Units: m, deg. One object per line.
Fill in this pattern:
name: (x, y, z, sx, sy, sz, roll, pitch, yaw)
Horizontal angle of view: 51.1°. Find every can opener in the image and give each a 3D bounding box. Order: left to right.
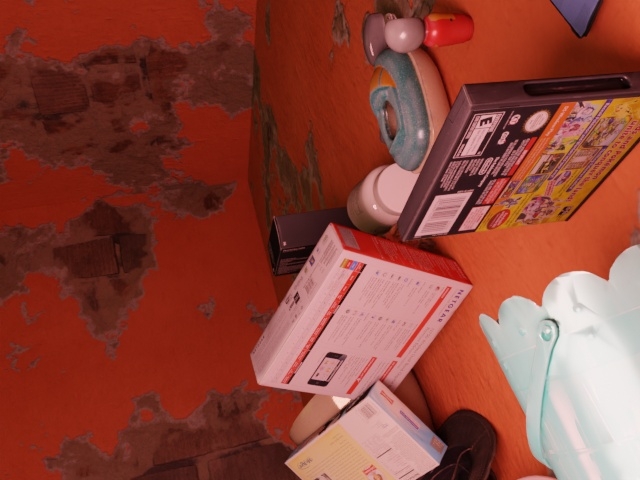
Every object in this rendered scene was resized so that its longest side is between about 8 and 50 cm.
can opener: (0.131, -0.335, 1.417, 0.076, 0.095, 0.284, -124, 29, -62)

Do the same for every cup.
cup: (0.128, 0.429, 1.543, 0.237, 0.331, 0.331, 44, 150, 23)

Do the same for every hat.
hat: (0.262, 0.486, 1.263, 0.331, 0.134, 0.331, -53, 5, 7)

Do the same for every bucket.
bucket: (0.307, 0.114, 0.635, 0.281, 0.281, 0.183, 117, 137, -67)

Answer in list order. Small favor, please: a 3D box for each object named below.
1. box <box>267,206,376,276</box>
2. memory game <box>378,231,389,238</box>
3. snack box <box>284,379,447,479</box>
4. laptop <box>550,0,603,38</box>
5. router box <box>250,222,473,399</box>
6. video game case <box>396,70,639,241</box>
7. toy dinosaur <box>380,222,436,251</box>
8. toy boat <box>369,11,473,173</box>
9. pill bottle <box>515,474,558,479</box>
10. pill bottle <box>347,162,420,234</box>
box: (0.000, 0.000, 1.802, 0.184, 0.261, 0.103, 113, 146, -64)
memory game: (0.152, -0.087, 1.657, 0.186, 0.012, 0.186, 172, 90, -76)
snack box: (0.083, 0.438, 1.363, 0.187, 0.060, 0.322, 44, 127, 2)
laptop: (0.195, -0.512, 0.777, 0.382, 0.407, 0.236, 99, -164, -49)
router box: (0.074, 0.155, 1.273, 0.335, 0.301, 0.082, -58, 33, 25)
video game case: (0.241, -0.091, 0.794, 0.275, 0.248, 0.035, 106, 154, -60)
toy dinosaur: (0.170, 0.036, 1.458, 0.296, 0.127, 0.200, -87, 3, -75)
toy boat: (0.160, -0.289, 1.219, 0.318, 0.148, 0.268, 106, 153, -60)
pill bottle: (0.318, 0.503, 1.028, 0.160, 0.160, 0.283, -113, 19, -46)
pill bottle: (0.142, -0.091, 1.427, 0.229, 0.131, 0.131, 145, 116, -78)
